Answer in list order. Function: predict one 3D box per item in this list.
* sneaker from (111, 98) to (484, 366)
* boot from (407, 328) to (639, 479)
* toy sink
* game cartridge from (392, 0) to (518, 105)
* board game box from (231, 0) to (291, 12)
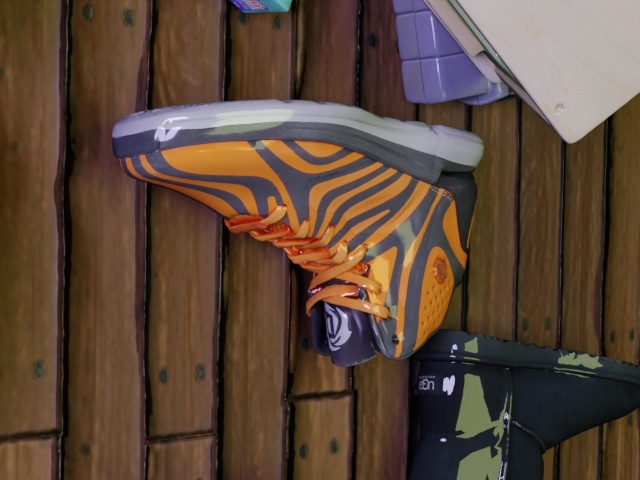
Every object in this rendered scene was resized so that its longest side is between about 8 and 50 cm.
[{"bbox_3d":[0.000,0.000,0.843,0.321,0.125,0.180,4,88,-39],"label":"sneaker"},{"bbox_3d":[0.168,0.191,1.003,0.247,0.094,0.207,12,81,-32],"label":"boot"},{"bbox_3d":[0.144,-0.193,0.867,0.131,0.234,0.153,-39,116,9],"label":"toy sink"},{"bbox_3d":[0.203,-0.248,1.041,0.355,0.068,0.230,-16,98,-37],"label":"game cartridge"},{"bbox_3d":[-0.051,-0.286,0.817,0.160,0.047,0.210,32,71,-49],"label":"board game box"}]
